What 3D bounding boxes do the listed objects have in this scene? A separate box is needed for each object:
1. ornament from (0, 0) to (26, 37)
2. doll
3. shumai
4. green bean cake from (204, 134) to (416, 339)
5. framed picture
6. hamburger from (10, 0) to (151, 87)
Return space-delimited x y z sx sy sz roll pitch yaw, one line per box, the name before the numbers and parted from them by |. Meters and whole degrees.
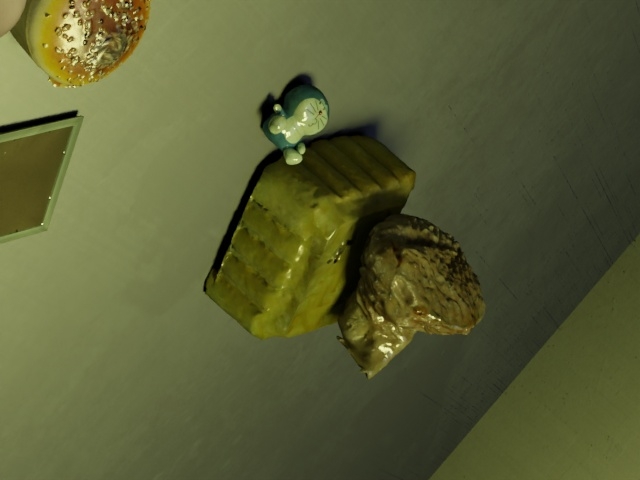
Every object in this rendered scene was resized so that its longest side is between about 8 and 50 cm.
ornament | -0.286 -0.202 1.012 0.177 0.177 0.177 -38 154 -23
doll | -0.028 -0.140 1.687 0.083 0.050 0.076 -42 137 -12
shumai | 0.088 0.070 1.796 0.175 0.166 0.206 -33 160 21
green bean cake | 0.000 0.000 1.845 0.233 0.124 0.236 -18 141 -49
framed picture | -0.308 -0.046 1.394 0.183 0.011 0.142 -20 143 -48
hamburger | -0.201 -0.192 1.276 0.126 0.081 0.141 -35 151 -28
